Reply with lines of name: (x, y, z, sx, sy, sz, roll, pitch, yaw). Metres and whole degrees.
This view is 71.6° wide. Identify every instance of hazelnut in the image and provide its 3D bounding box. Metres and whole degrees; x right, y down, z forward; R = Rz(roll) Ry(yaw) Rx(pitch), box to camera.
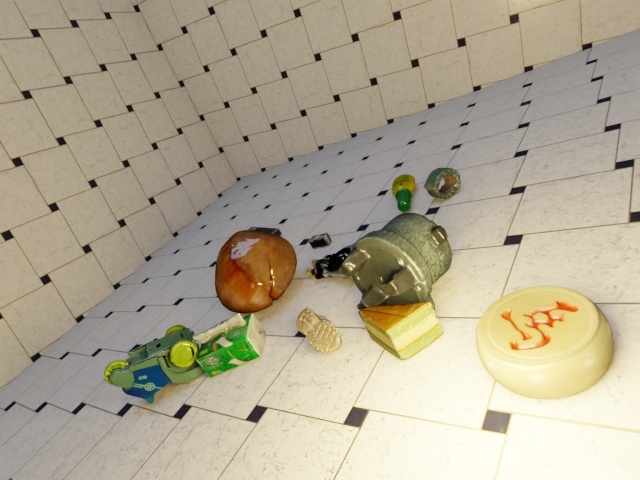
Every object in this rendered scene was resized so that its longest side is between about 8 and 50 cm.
hazelnut: (-0.272, 0.125, 1.805, 0.372, 0.315, 0.372, -40, -9, -7)

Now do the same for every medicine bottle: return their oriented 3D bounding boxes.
medicine bottle: (0.380, -0.219, 2.032, 0.111, 0.076, 0.309, -22, 22, 22)

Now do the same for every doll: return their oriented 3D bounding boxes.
doll: (0.061, 0.094, 1.709, 0.145, 0.103, 0.316, -33, 12, -40)

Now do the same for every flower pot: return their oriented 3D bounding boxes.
flower pot: (0.235, 0.091, 1.310, 0.282, 0.299, 0.298, -34, 21, -35)

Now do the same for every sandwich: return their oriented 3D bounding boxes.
sandwich: (0.215, 0.225, 1.225, 0.144, 0.117, 0.187, -32, 20, -15)

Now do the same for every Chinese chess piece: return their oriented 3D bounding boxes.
Chinese chess piece: (0.474, 0.211, 0.958, 0.273, 0.102, 0.273, -24, 22, 11)

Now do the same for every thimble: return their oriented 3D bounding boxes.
thimble: (0.515, -0.241, 1.867, 0.135, 0.118, 0.090, -49, 20, -6)

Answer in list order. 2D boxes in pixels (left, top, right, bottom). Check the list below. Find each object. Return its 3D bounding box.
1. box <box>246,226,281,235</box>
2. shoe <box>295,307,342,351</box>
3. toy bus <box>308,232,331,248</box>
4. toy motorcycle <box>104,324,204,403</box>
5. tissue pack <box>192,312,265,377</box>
box: (-0.373, -0.009, 2.519, 0.180, 0.047, 0.324, -41, 24, -27)
shoe: (0.005, 0.287, 1.381, 0.180, 0.092, 0.089, 32, 88, 39)
toy bus: (0.000, 0.000, 2.051, 0.102, 0.052, 0.058, -12, 28, 39)
toy motorcycle: (-0.582, 0.461, 1.591, 0.326, 0.200, 0.191, -25, 19, -19)
tissue pack: (-0.324, 0.346, 1.555, 0.208, 0.156, 0.148, -25, 20, 12)
